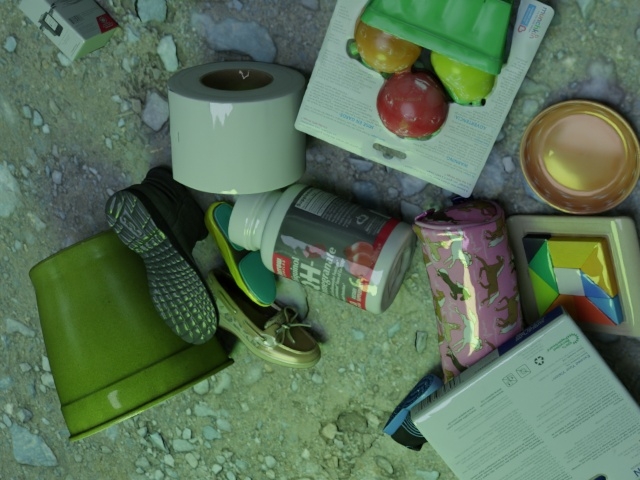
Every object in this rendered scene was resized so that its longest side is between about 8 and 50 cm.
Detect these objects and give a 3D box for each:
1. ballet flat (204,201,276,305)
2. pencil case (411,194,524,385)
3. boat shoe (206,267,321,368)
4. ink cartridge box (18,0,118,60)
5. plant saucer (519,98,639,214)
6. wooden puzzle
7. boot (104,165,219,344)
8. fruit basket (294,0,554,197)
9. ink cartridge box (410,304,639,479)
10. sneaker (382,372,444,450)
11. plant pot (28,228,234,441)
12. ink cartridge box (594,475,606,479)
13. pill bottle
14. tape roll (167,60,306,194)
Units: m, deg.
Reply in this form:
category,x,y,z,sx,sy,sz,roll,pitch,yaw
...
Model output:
category,x,y,z,sx,sy,sz,roll,pitch,yaw
ballet flat,-0.163,0.029,2.107,0.077,0.077,0.231,-18,103,54
pencil case,0.271,0.119,1.875,0.160,0.167,0.386,-15,110,-5
boat shoe,-0.121,0.159,2.120,0.285,0.104,0.089,28,126,13
ink cartridge box,-0.480,-0.428,2.010,0.150,0.109,0.063,45,128,0
plant saucer,0.430,-0.140,1.741,0.200,0.037,0.200,12,119,22
wooden puzzle,0.435,0.062,1.804,0.238,0.044,0.221,0,115,41
boot,-0.264,0.018,2.056,0.118,0.223,0.338,-23,98,21
fruit basket,0.161,-0.279,1.722,0.327,0.165,0.353,21,125,2
ink cartridge box,0.380,0.330,1.821,0.324,0.071,0.330,-36,102,12
sneaker,0.202,0.336,2.045,0.090,0.081,0.232,33,145,1
plant pot,-0.416,0.170,2.155,0.366,0.366,0.353,-27,88,34
ink cartridge box,0.437,0.425,1.944,0.203,0.148,0.086,3,114,24
pill bottle,0.000,0.000,1.939,0.318,0.176,0.176,22,121,16
tape roll,-0.146,-0.205,1.871,0.246,0.246,0.169,12,118,21
